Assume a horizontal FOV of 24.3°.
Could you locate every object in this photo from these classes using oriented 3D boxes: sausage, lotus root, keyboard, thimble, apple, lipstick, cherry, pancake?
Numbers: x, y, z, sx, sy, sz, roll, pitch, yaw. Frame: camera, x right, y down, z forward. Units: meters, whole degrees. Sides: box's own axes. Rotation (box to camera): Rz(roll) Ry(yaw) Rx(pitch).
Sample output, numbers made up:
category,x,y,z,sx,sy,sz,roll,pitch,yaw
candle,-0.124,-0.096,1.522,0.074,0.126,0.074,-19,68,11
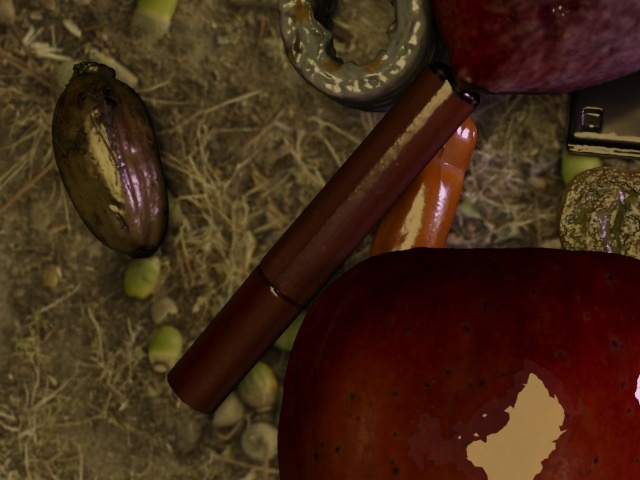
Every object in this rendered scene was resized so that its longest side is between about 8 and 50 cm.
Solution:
category,x,y,z,sx,sy,sz,roll,pitch,yaw
sausage,0.084,-0.030,1.264,0.062,0.054,0.183,18,86,-23
lotus root,-0.184,-0.068,1.295,0.080,0.089,0.179,-18,85,44
keyboard,0.323,-0.104,1.245,0.230,0.025,0.094,6,84,10
thimble,0.036,-0.186,1.253,0.127,0.118,0.151,2,88,13
apple,0.142,0.178,1.178,0.329,0.295,0.365,12,92,40
lipstick,0.000,0.000,1.242,0.057,0.057,0.357,42,102,10
cherry,0.203,-0.235,1.179,0.300,0.203,0.230,-46,120,-3
pancake,0.248,-0.011,1.253,0.108,0.017,0.108,-1,86,12
